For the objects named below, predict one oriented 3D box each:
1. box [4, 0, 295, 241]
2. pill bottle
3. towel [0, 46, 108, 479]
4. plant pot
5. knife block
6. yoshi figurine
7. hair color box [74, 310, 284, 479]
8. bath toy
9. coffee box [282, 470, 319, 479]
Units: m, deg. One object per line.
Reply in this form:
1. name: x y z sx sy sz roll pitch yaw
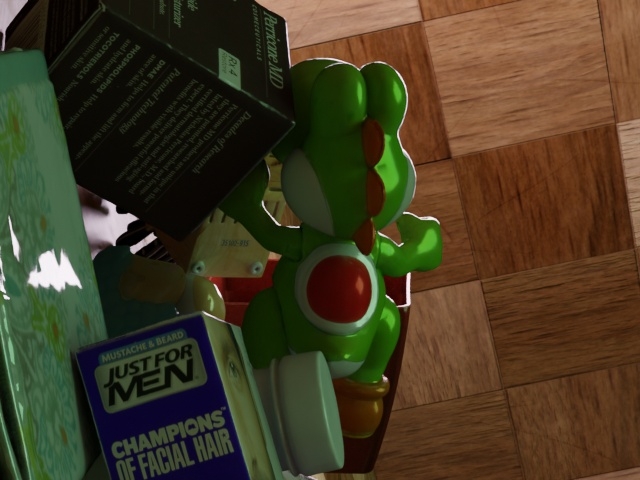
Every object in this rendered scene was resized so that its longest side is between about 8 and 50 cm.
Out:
1. box: -0.153 -0.143 1.625 0.203 0.167 0.168 29 31 -26
2. pill bottle: -0.102 0.164 1.589 0.131 0.229 0.131 -11 90 -84
3. towel: -0.233 0.025 1.328 0.374 0.090 0.320 -63 144 -81
4. plant pot: -0.019 0.166 2.442 0.267 0.267 0.235 -74 166 -79
5. knife block: -0.125 -0.080 1.884 0.242 0.088 0.275 51 -49 47
6. yoshi figurine: 0.004 -0.013 1.702 0.203 0.203 0.362 -28 136 -50
7. hair color box: -0.073 0.232 1.400 0.185 0.110 0.338 45 26 -81
8. bath toy: -0.144 0.124 1.854 0.129 0.151 0.348 40 -12 24
9. coffee box: -0.054 0.288 1.772 0.098 0.246 0.141 -52 -157 29
